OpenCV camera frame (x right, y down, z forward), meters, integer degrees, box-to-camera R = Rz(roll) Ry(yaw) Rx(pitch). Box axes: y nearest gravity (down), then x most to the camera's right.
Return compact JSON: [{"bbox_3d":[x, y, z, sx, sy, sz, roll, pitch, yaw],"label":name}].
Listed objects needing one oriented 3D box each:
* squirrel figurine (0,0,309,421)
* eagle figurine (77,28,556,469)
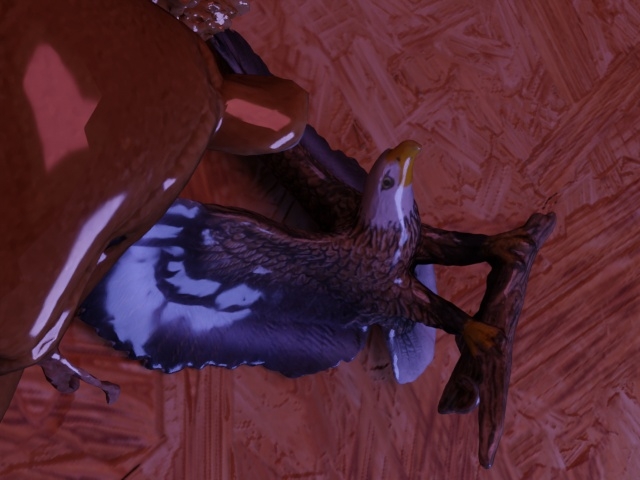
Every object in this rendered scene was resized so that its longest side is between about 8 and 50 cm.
[{"bbox_3d":[-0.177,-0.082,0.618,0.281,0.370,0.397,32,61,-27],"label":"squirrel figurine"},{"bbox_3d":[0.003,-0.009,0.887,0.298,0.225,0.226,20,20,-1],"label":"eagle figurine"}]
